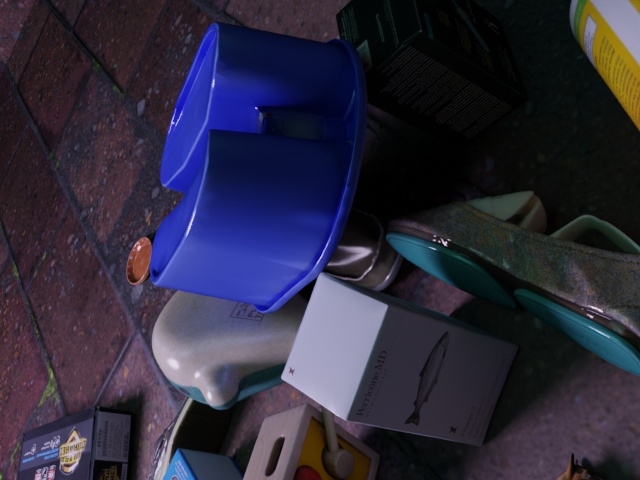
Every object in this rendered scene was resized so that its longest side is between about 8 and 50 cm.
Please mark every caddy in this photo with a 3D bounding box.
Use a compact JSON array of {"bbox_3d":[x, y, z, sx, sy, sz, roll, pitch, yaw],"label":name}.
[{"bbox_3d":[-0.057,-0.063,0.818,0.341,0.179,0.241,137,138,-61],"label":"caddy"}]

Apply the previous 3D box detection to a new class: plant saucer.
[{"bbox_3d":[-0.305,0.036,1.374,0.083,0.013,0.083,-26,55,42],"label":"plant saucer"}]

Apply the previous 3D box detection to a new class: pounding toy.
[{"bbox_3d":[-0.005,0.224,0.809,0.100,0.130,0.141,-28,31,41],"label":"pounding toy"}]

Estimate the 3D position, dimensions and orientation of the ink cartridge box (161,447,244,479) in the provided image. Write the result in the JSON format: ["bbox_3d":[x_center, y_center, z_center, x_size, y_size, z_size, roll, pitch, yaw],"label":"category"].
[{"bbox_3d":[-0.158,0.383,0.978,0.148,0.086,0.203,40,107,51],"label":"ink cartridge box"}]

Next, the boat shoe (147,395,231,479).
[{"bbox_3d":[-0.185,0.277,1.065,0.073,0.080,0.223,23,97,48],"label":"boat shoe"}]

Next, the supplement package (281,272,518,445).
[{"bbox_3d":[0.074,0.111,0.736,0.105,0.179,0.105,23,93,53],"label":"supplement package"}]

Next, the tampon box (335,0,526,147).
[{"bbox_3d":[0.114,-0.193,0.838,0.101,0.161,0.120,-36,48,37],"label":"tampon box"}]

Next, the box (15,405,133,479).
[{"bbox_3d":[-0.408,0.434,1.279,0.295,0.073,0.293,-24,56,44],"label":"box"}]

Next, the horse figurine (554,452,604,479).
[{"bbox_3d":[0.195,0.314,0.593,0.174,0.066,0.263,24,92,48],"label":"horse figurine"}]

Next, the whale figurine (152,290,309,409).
[{"bbox_3d":[-0.066,0.124,0.963,0.272,0.141,0.216,1,43,29],"label":"whale figurine"}]

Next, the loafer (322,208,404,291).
[{"bbox_3d":[0.000,0.000,0.952,0.251,0.087,0.094,11,83,52],"label":"loafer"}]

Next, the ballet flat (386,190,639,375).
[{"bbox_3d":[0.192,0.016,0.719,0.106,0.107,0.316,-52,42,-9],"label":"ballet flat"}]

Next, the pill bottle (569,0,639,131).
[{"bbox_3d":[0.298,-0.123,0.600,0.136,0.136,0.245,-44,45,30],"label":"pill bottle"}]
